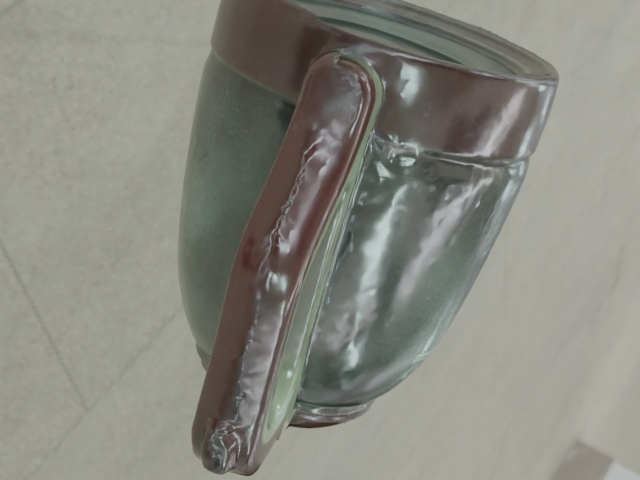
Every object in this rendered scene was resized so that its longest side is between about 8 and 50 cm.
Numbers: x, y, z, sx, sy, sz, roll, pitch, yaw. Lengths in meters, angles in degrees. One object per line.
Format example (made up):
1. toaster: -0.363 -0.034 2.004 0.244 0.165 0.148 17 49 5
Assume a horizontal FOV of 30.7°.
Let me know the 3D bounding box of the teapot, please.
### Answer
1. teapot: 0.000 0.000 0.787 0.315 0.233 0.312 -45 153 -69
